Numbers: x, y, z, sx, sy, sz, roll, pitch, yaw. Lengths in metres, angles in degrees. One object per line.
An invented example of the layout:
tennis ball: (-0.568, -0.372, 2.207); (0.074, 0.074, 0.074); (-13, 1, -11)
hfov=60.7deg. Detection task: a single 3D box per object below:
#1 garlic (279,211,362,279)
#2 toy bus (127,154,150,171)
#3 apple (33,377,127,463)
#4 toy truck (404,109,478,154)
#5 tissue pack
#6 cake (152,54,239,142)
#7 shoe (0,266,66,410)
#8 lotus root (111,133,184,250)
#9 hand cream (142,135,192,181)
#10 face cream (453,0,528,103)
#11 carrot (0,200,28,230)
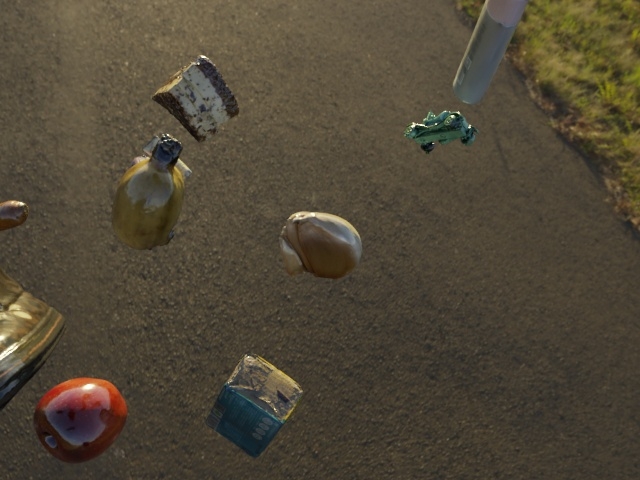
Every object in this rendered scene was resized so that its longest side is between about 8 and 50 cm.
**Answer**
garlic: (0.000, 0.000, 1.391); (0.217, 0.228, 0.110); (8, 50, 16)
toy bus: (-0.678, -0.236, 2.147); (0.142, 0.142, 0.202); (16, 23, -33)
apple: (-0.637, 0.476, 1.455); (0.218, 0.218, 0.201); (32, 37, 7)
toy truck: (0.267, -0.249, 1.194); (0.080, 0.154, 0.078); (31, 70, -34)
tissue pack: (-0.182, 0.448, 1.478); (0.192, 0.270, 0.134); (33, 47, 2)
cake: (-0.280, -0.319, 1.103); (0.112, 0.135, 0.246); (-39, 52, -11)
shoe: (-0.558, 0.148, 0.854); (0.237, 0.384, 0.171); (43, 91, -16)
lotus root: (-0.420, -0.118, 1.366); (0.183, 0.309, 0.182); (21, 29, -12)
hand cream: (-0.413, -0.221, 1.494); (0.143, 0.039, 0.061); (43, 64, -9)
face cream: (0.339, -0.401, 1.097); (0.073, 0.269, 0.107); (2, 58, -4)
carrot: (-0.611, -0.027, 0.962); (0.216, 0.048, 0.048); (-14, 52, 10)
